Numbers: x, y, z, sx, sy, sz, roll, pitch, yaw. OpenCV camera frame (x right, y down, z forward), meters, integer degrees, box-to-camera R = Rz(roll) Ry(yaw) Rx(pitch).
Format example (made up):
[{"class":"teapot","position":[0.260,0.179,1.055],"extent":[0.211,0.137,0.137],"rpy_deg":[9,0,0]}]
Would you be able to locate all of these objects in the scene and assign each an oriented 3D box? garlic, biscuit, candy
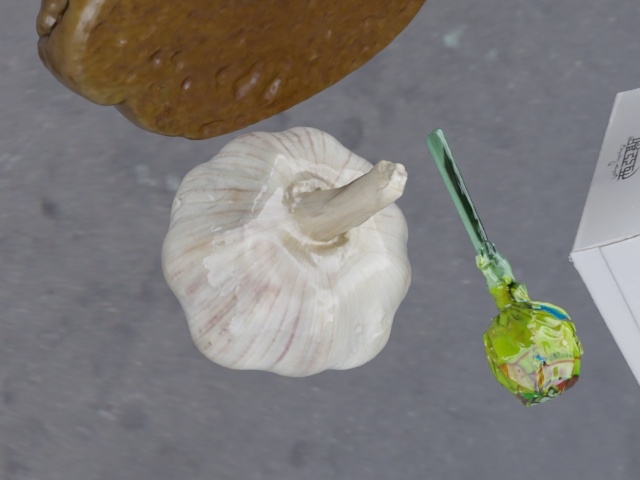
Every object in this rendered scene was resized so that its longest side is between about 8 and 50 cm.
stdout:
[{"class":"garlic","position":[0.000,0.000,1.360],"extent":[0.199,0.226,0.199],"rpy_deg":[8,72,-25]},{"class":"biscuit","position":[-0.012,-0.226,1.137],"extent":[0.359,0.381,0.074],"rpy_deg":[-28,56,-28]},{"class":"candy","position":[0.139,0.015,1.534],"extent":[0.077,0.073,0.262],"rpy_deg":[20,42,-52]}]

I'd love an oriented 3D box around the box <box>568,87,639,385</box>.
[{"class":"box","position":[0.344,-0.004,1.748],"extent":[0.203,0.116,0.274],"rpy_deg":[59,32,-24]}]
